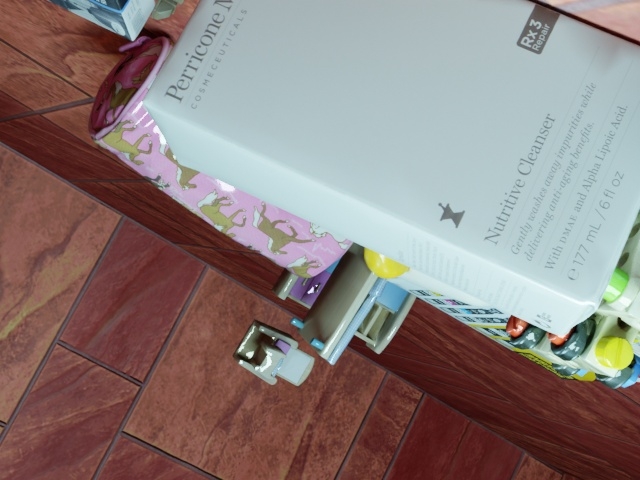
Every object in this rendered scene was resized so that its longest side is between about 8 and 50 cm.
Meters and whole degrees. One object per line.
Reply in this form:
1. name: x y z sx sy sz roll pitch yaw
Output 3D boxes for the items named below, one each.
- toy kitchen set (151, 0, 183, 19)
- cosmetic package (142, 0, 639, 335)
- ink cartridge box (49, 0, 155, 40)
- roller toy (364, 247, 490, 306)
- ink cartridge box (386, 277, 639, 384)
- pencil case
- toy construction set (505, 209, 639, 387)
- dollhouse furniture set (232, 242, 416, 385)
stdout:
1. toy kitchen set: -0.122 -0.241 1.119 0.075 0.068 0.083 29 169 -10
2. cosmetic package: 0.076 -0.102 0.920 0.385 0.217 0.156 23 169 8
3. ink cartridge box: -0.349 -0.341 1.218 0.333 0.065 0.165 27 170 6
4. roller toy: 0.136 -0.039 1.096 0.146 0.209 0.191 20 173 34
5. ink cartridge box: 0.252 0.057 1.355 0.309 0.130 0.272 30 163 -24
6. pencil case: -0.119 -0.107 1.461 0.386 0.160 0.167 34 -161 -29
7. toy construction set: 0.297 0.035 1.075 0.151 0.215 0.327 30 174 5
8. dollhouse furniture set: 0.055 0.133 1.612 0.198 0.286 0.303 31 180 -19
